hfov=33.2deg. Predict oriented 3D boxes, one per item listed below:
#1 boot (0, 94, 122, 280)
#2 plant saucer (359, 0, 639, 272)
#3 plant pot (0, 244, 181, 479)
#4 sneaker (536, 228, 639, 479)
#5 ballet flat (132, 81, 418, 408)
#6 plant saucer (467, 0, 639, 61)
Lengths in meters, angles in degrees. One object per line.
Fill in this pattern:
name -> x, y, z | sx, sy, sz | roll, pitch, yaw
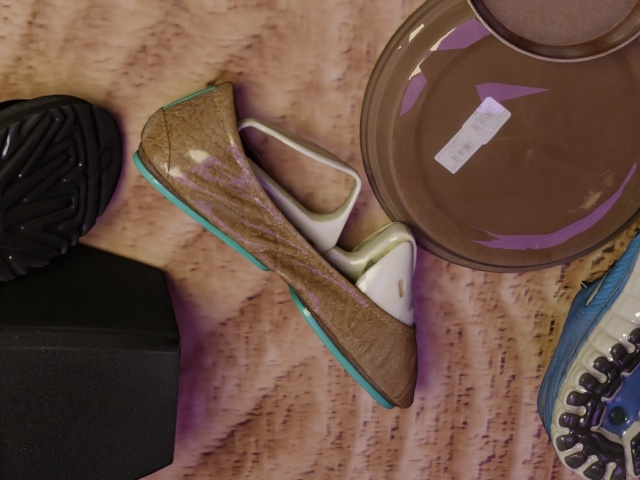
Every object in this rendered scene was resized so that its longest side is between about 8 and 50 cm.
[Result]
boot -> -0.356, -0.059, 0.827 | 0.260, 0.348, 0.131 | 28, 129, 31
plant saucer -> 0.172, -0.090, 0.897 | 0.278, 0.041, 0.278 | -1, 116, -2
plant pot -> -0.209, 0.110, 0.905 | 0.167, 0.187, 0.188 | 1, 116, -16
sneaker -> 0.283, 0.041, 0.921 | 0.130, 0.147, 0.330 | 35, 90, -12
ballet flat -> 0.000, 0.000, 0.901 | 0.124, 0.116, 0.342 | -42, 106, 9
plant saucer -> 0.184, -0.218, 0.814 | 0.168, 0.029, 0.168 | 0, 91, 0
